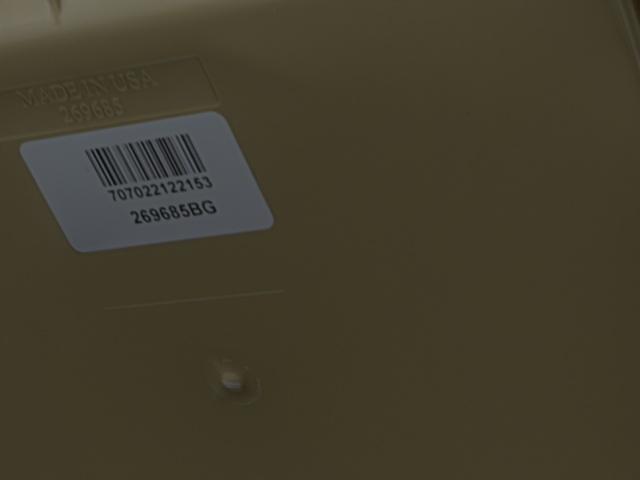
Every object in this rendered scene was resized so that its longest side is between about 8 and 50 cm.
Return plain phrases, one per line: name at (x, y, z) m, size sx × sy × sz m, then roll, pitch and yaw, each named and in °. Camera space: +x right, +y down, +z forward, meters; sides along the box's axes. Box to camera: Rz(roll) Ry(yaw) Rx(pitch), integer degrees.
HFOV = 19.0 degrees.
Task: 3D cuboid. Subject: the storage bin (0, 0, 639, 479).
storage bin at (0.000, 0.000, 0.473) m, size 0.262 × 0.260 × 0.123 m, roll -6°, pitch 32°, yaw 30°
